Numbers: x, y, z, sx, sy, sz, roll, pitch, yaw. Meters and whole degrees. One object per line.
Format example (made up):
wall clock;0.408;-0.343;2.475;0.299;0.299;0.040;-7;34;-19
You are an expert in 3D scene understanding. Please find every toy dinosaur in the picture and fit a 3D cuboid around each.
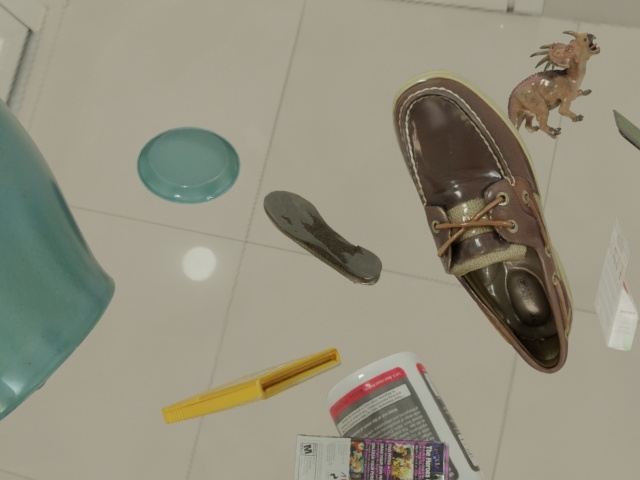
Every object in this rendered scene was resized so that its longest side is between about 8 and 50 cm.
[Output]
toy dinosaur;0.537;-0.366;1.787;0.295;0.127;0.200;-34;114;17

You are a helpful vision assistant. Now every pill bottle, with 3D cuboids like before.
pill bottle;0.148;0.352;1.169;0.176;0.176;0.319;-29;66;4

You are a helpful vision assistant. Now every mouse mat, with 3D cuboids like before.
mouse mat;0.441;-0.109;0.962;0.152;0.190;0.007;40;117;3

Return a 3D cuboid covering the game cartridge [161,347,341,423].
game cartridge;-0.156;0.329;1.690;0.323;0.285;0.053;-21;84;37

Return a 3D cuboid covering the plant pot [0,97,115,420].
plant pot;-0.305;0.008;0.558;0.271;0.272;0.255;-40;108;1

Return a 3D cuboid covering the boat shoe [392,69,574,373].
boat shoe;0.175;-0.010;0.766;0.123;0.123;0.342;-20;110;20

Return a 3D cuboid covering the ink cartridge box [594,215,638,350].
ink cartridge box;0.634;0.088;1.561;0.056;0.181;0.225;8;117;8

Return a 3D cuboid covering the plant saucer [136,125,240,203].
plant saucer;-0.154;-0.092;0.870;0.119;0.119;0.021;-18;48;7

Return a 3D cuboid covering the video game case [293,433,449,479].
video game case;0.061;0.377;0.973;0.210;0.042;0.232;-3;71;19

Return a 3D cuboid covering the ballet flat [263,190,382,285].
ballet flat;0.000;0.000;1.306;0.250;0.058;0.084;35;59;11
